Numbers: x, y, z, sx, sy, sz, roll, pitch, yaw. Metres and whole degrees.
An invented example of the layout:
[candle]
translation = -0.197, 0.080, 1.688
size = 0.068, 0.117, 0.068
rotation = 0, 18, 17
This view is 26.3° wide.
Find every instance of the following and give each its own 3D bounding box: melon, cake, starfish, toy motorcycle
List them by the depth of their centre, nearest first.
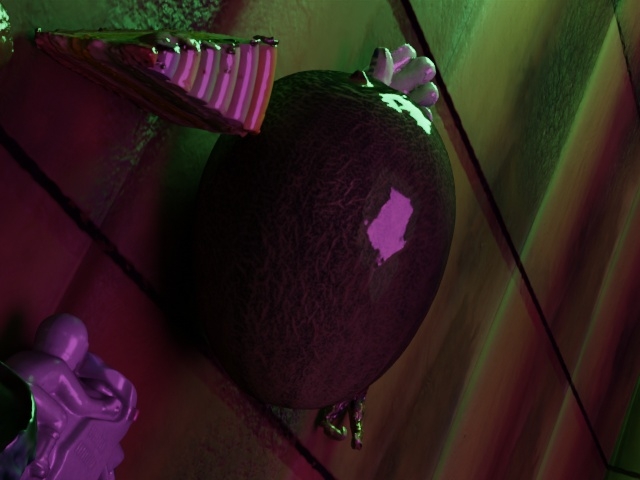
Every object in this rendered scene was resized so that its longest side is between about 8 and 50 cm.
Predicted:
[toy motorcycle]
translation = -0.223, 0.139, 1.077
size = 0.260, 0.110, 0.171
rotation = 34, 67, -63
[cake]
translation = -0.128, -0.132, 1.126
size = 0.225, 0.109, 0.090
rotation = -11, 112, -61
[melon]
translation = 0.000, 0.000, 1.289
size = 0.248, 0.248, 0.329
rotation = -15, 118, -60
[starfish]
translation = 0.050, 0.151, 1.686
size = 0.150, 0.053, 0.210
rotation = 45, 57, -73

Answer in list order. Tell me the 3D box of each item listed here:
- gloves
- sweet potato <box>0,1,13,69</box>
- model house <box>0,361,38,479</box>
[gloves]
translation = 0.056, -0.122, 1.501
size = 0.229, 0.097, 0.119
rotation = -58, 153, -23
[sweet potato]
translation = -0.289, -0.136, 0.856
size = 0.273, 0.075, 0.075
rotation = -4, 106, -61
[model house]
translation = -0.290, 0.201, 0.798
size = 0.226, 0.261, 0.241
rotation = -43, 137, -47
